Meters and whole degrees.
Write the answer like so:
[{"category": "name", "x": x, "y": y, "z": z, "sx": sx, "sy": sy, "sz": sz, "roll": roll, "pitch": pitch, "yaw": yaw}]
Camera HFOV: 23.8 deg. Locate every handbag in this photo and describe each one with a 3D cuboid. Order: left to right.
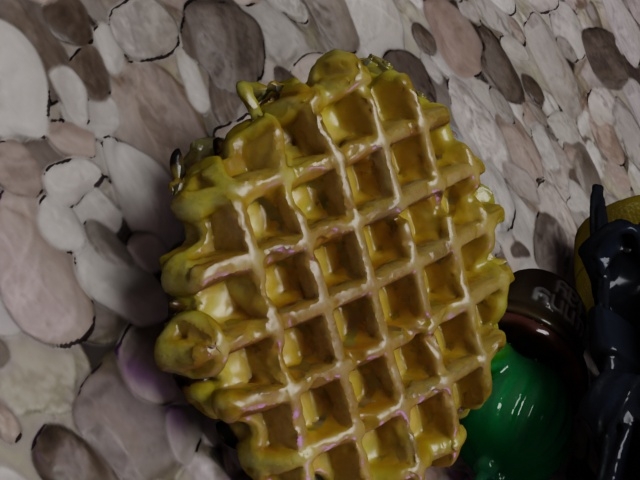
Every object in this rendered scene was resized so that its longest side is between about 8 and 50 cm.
[{"category": "handbag", "x": 0.277, "y": 0.150, "z": 1.189, "sx": 0.329, "sy": 0.122, "sz": 0.303, "roll": 66, "pitch": 23, "yaw": -44}]

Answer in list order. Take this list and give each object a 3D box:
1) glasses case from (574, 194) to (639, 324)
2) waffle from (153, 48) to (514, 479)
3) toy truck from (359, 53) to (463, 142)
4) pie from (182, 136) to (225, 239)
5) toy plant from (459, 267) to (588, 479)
[{"category": "glasses case", "x": 0.400, "y": 0.085, "z": 1.456, "sx": 0.371, "sy": 0.173, "sz": 0.141, "roll": 30, "pitch": 48, "yaw": -39}, {"category": "waffle", "x": 0.023, "y": 0.022, "z": 1.010, "sx": 0.329, "sy": 0.062, "sz": 0.329, "roll": 5, "pitch": 82, "yaw": -40}, {"category": "toy truck", "x": 0.061, "y": -0.094, "z": 1.207, "sx": 0.052, "sy": 0.063, "sz": 0.123, "roll": 15, "pitch": 25, "yaw": -48}, {"category": "pie", "x": 0.000, "y": 0.000, "z": 1.078, "sx": 0.282, "sy": 0.068, "sz": 0.129, "roll": 10, "pitch": 71, "yaw": -49}, {"category": "toy plant", "x": 0.142, "y": 0.108, "z": 1.165, "sx": 0.143, "sy": 0.105, "sz": 0.200, "roll": 47, "pitch": 46, "yaw": -18}]
